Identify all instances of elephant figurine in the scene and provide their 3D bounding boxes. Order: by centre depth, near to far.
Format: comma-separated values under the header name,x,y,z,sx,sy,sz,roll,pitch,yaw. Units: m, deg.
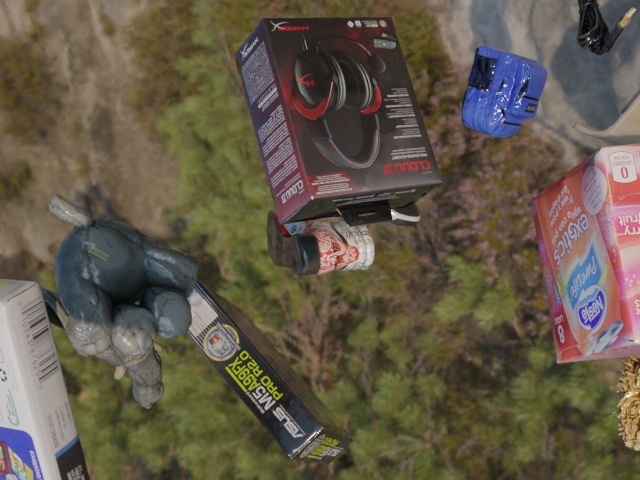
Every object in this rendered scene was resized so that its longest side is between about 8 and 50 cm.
name,x,y,z,sx,sy,sz,roll,pitch,yaw
elephant figurine,-0.242,0.081,1.065,0.239,0.169,0.186,139,136,-64

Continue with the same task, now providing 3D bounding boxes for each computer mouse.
name,x,y,z,sx,sy,sz,roll,pitch,yaw
computer mouse,0.388,-0.369,1.202,0.262,0.060,0.184,119,158,-57

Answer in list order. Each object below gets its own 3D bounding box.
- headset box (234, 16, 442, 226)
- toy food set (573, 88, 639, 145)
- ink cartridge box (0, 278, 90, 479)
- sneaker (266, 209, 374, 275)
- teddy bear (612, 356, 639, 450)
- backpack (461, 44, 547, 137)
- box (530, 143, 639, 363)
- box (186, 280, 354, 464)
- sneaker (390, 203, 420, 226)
name,x,y,z,sx,sy,sz,roll,pitch,yaw
headset box,0.028,-0.158,1.299,0.110,0.218,0.293,-35,67,58
toy food set,0.496,-0.231,1.186,0.306,0.219,0.092,-56,40,32
ink cartridge box,-0.420,0.185,1.076,0.307,0.072,0.304,4,115,29
sneaker,0.000,0.001,1.590,0.270,0.145,0.090,-148,55,-70
teddy bear,0.438,0.152,1.041,0.113,0.245,0.338,-52,-50,-81
backpack,0.258,-0.206,1.321,0.101,0.098,0.120,31,110,41
box,0.345,0.010,0.754,0.142,0.299,0.154,124,141,-73
box,-0.079,0.189,1.292,0.270,0.060,0.216,47,178,19
sneaker,0.093,-0.130,1.470,0.097,0.084,0.235,-46,68,30
